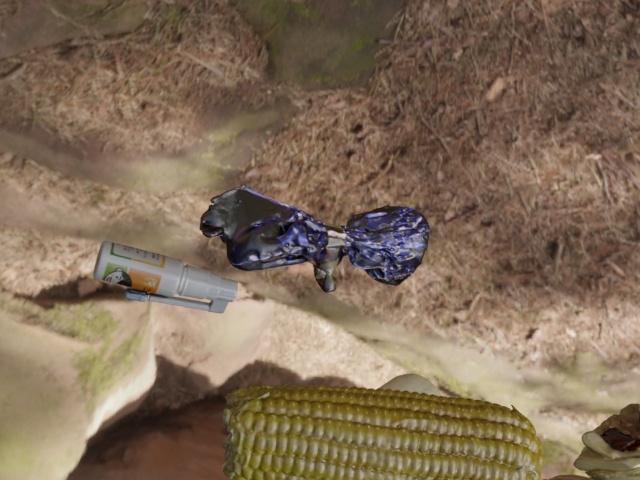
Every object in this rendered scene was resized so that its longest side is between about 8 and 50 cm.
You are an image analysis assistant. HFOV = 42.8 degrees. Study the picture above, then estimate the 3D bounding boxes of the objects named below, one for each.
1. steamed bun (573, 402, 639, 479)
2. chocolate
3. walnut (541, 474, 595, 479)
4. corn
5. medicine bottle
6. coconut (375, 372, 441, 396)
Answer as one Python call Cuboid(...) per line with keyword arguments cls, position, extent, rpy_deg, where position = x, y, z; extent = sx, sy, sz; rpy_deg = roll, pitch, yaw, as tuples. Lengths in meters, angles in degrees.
Cuboid(cls="steamed bun", position=(0.768, 0.419, 1.835), extent=(0.247, 0.428, 0.189), rpy_deg=(5, 98, 49))
Cuboid(cls="chocolate", position=(-0.005, 0.000, 1.157), extent=(0.343, 0.148, 0.126), rpy_deg=(5, 168, -31))
Cuboid(cls="walnut", position=(0.421, 0.583, 1.362), extent=(0.384, 0.383, 0.383), rpy_deg=(4, 126, 5))
Cuboid(cls="corn", position=(0.064, 0.221, 0.863), extent=(0.344, 0.131, 0.131), rpy_deg=(7, 127, -10))
Cuboid(cls="medicine bottle", position=(-0.244, 0.066, 1.285), extent=(0.221, 0.061, 0.092), rpy_deg=(15, 131, -17))
Cuboid(cls="coconut", position=(0.209, 0.452, 2.081), extent=(0.202, 0.222, 0.202), rpy_deg=(11, 110, 33))
